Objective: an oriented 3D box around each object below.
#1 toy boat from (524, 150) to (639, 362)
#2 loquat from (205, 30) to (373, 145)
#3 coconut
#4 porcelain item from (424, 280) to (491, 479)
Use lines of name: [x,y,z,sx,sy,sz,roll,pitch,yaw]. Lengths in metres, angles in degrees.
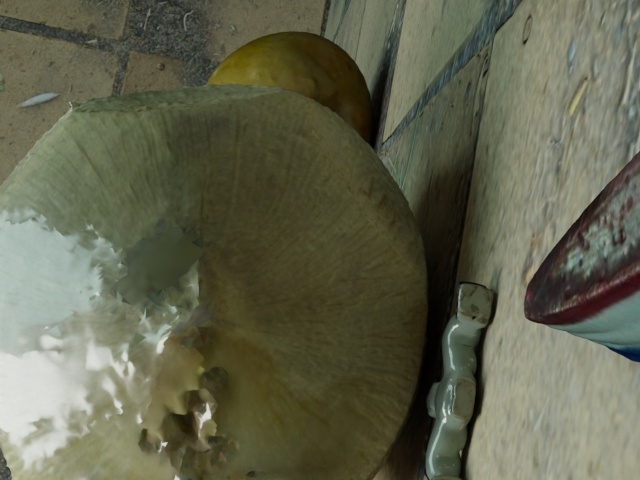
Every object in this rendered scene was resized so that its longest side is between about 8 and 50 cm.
toy boat: [0.113,-0.007,0.299,0.229,0.045,0.080,119,159,-68]
loquat: [-0.049,-0.147,1.313,0.244,0.243,0.244,-169,90,-85]
coconut: [-0.092,0.051,0.764,0.360,0.346,0.347,66,-145,-85]
porcelain item: [0.073,0.093,0.612,0.075,0.021,0.136,130,151,-79]
